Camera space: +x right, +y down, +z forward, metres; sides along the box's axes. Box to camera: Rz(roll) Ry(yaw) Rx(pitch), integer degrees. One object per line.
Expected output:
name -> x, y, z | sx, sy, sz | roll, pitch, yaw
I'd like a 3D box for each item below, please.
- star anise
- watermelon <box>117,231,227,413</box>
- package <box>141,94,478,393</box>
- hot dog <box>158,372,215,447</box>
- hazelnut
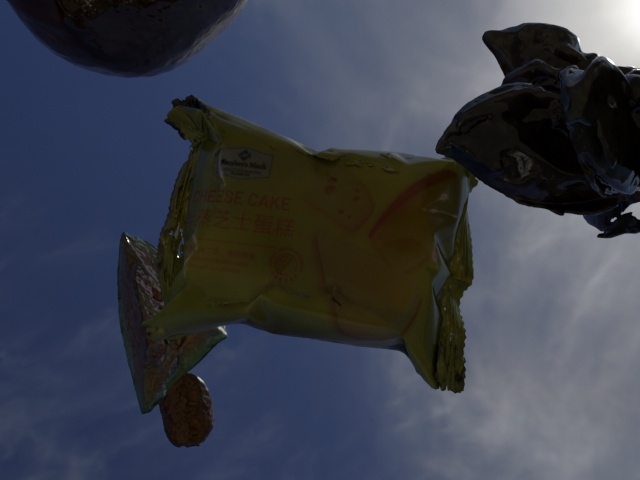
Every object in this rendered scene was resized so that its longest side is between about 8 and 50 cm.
star anise -> 0.185, -0.063, 0.575 | 0.282, 0.212, 0.129 | -3, -85, -50
watermelon -> -0.146, 0.063, 0.964 | 0.101, 0.080, 0.155 | -18, -124, -21
package -> 0.000, 0.000, 0.666 | 0.226, 0.090, 0.168 | 8, -100, 0
hot dog -> -0.148, 0.186, 1.139 | 0.058, 0.035, 0.083 | -14, -108, -4
hazelnut -> -0.250, -0.423, 1.354 | 0.352, 0.421, 0.421 | -5, -106, -37
